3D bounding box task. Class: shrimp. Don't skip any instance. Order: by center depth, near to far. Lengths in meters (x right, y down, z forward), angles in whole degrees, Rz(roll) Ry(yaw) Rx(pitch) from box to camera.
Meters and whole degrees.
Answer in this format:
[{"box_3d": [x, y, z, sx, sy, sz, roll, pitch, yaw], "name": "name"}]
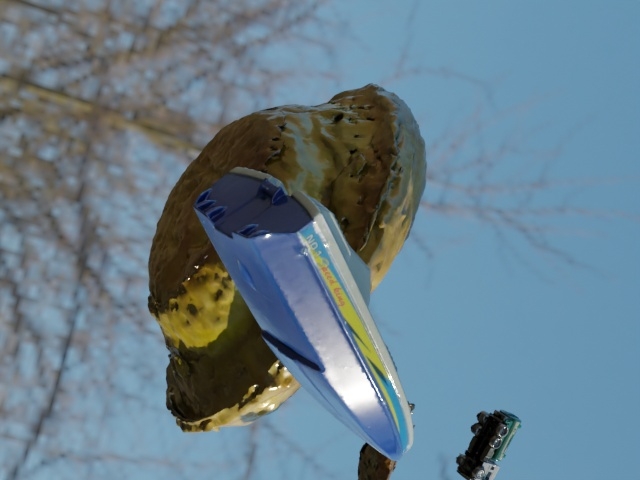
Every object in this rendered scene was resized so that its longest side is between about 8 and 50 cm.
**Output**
[{"box_3d": [0.081, 0.255, 2.308, 0.091, 0.043, 0.184, -99, -158, -52], "name": "shrimp"}]

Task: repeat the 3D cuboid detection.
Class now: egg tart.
[{"box_3d": [-0.068, 0.001, 2.079, 0.443, 0.178, 0.443, -46, -156, 27], "name": "egg tart"}]

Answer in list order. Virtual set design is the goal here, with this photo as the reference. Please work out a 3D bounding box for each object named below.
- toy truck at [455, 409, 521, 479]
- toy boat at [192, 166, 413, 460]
[{"box_3d": [0.184, 0.223, 2.067, 0.039, 0.044, 0.083, 32, -82, 47], "name": "toy truck"}, {"box_3d": [0.009, 0.072, 1.516, 0.088, 0.295, 0.129, -39, -145, -17], "name": "toy boat"}]
